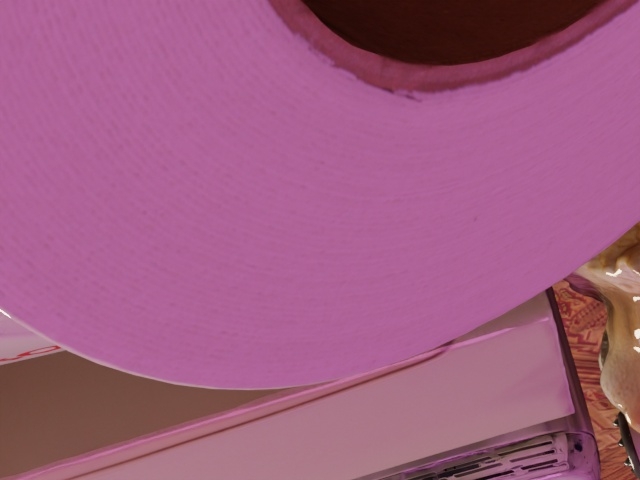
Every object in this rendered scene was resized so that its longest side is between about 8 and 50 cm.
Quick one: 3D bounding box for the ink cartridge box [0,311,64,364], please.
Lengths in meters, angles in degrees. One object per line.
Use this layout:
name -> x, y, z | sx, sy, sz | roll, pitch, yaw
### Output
ink cartridge box -> -0.184, -0.002, 0.424 | 0.172, 0.100, 0.237 | -14, 173, 25

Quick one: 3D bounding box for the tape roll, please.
tape roll -> 0.042, -0.140, 0.376 | 0.392, 0.072, 0.392 | -28, 139, -28

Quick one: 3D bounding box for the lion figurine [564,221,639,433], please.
lion figurine -> 0.274, -0.004, 0.710 | 0.392, 0.142, 0.240 | -3, -178, -13

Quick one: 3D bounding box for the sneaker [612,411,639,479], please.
sneaker -> 0.298, 0.174, 1.199 | 0.106, 0.078, 0.234 | -20, 148, 14

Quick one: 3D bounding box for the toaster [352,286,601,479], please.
toaster -> 0.062, 0.095, 0.888 | 0.227, 0.146, 0.129 | -16, 151, 2

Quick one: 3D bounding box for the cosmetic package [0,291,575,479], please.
cosmetic package -> -0.059, 0.036, 0.722 | 0.309, 0.160, 0.113 | -19, 150, 5
